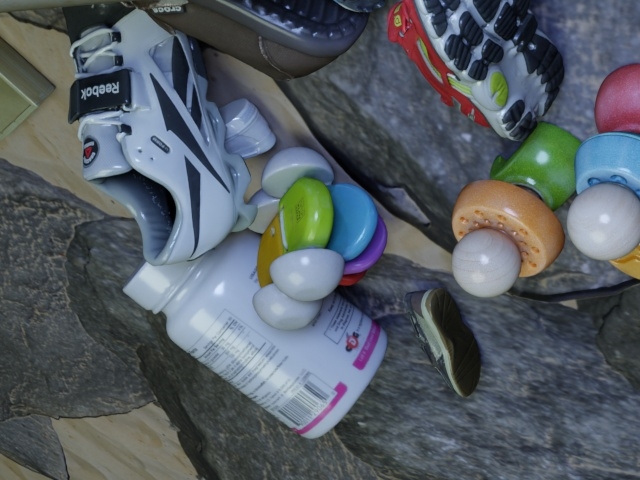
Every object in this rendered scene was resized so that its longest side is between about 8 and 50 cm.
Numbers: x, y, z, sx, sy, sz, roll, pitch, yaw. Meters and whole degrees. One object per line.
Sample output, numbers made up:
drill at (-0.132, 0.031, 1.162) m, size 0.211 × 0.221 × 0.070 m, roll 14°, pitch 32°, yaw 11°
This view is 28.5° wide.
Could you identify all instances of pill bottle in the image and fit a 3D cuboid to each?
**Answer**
pill bottle at (-0.076, 0.088, 1.463) m, size 0.283 × 0.160 × 0.160 m, roll 38°, pitch 148°, yaw -8°

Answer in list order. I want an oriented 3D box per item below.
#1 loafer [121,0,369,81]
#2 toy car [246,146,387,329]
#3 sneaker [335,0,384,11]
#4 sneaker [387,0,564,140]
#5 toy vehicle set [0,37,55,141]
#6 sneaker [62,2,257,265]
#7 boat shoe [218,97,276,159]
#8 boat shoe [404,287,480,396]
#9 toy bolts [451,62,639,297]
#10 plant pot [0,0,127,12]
loafer at (-0.140, -0.237, 1.088) m, size 0.366 × 0.133 × 0.130 m, roll 32°, pitch 149°, yaw 1°
toy car at (0.000, 0.000, 1.314) m, size 0.136 × 0.159 × 0.182 m, roll 2°, pitch 153°, yaw -17°
sneaker at (-0.032, -0.275, 1.007) m, size 0.237 × 0.085 × 0.086 m, roll 41°, pitch 174°, yaw -20°
sneaker at (0.095, -0.169, 0.975) m, size 0.118 × 0.107 × 0.279 m, roll 25°, pitch 164°, yaw 33°
toy vehicle set at (-0.448, -0.230, 1.467) m, size 0.267 × 0.035 × 0.166 m, roll 43°, pitch 147°, yaw -17°
sneaker at (-0.184, -0.128, 1.218) m, size 0.122 × 0.146 × 0.330 m, roll -17°, pitch 105°, yaw 43°
boat shoe at (-0.116, -0.097, 1.342) m, size 0.184 × 0.066 × 0.063 m, roll -22°, pitch 120°, yaw 42°
boat shoe at (0.137, 0.112, 1.416) m, size 0.049 × 0.056 × 0.152 m, roll 9°, pitch 132°, yaw 41°
toy bolts at (0.235, -0.008, 1.053) m, size 0.218 × 0.158 × 0.228 m, roll 34°, pitch 149°, yaw -4°
plant pot at (-0.187, -0.280, 0.825) m, size 0.306 × 0.333 × 0.333 m, roll 7°, pitch 142°, yaw 17°
